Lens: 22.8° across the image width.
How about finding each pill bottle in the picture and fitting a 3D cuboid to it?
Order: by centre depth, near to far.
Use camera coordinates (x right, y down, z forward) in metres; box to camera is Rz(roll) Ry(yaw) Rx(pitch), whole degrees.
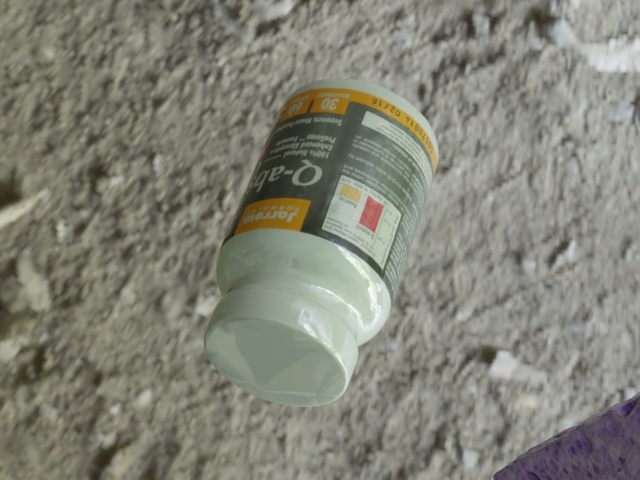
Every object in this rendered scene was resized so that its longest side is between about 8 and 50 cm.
[{"bbox_3d":[0.000,0.000,1.433,0.162,0.278,0.162,13,143,10],"label":"pill bottle"}]

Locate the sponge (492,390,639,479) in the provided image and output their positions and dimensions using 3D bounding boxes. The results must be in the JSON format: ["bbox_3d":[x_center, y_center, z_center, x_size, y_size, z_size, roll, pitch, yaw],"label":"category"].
[{"bbox_3d":[0.162,0.099,0.583,0.117,0.031,0.210,59,141,8],"label":"sponge"}]
